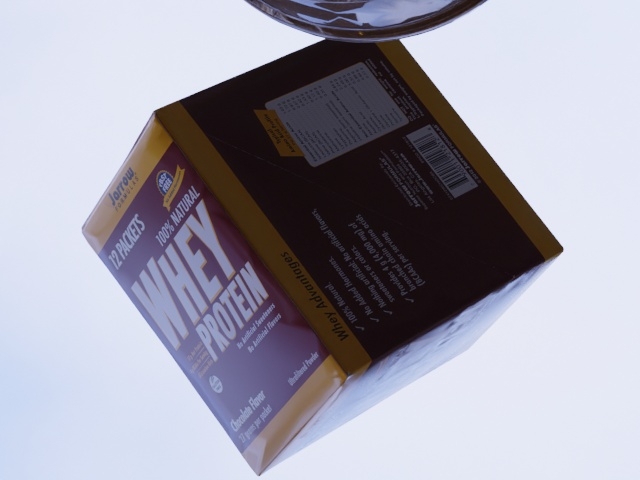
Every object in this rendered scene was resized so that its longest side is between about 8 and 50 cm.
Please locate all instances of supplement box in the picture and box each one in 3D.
[{"bbox_3d":[0.000,0.000,1.192,0.194,0.129,0.191,-27,-106,-39],"label":"supplement box"}]

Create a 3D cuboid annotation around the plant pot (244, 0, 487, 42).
[{"bbox_3d":[0.001,-0.168,0.711,0.167,0.167,0.165,64,-170,11],"label":"plant pot"}]
